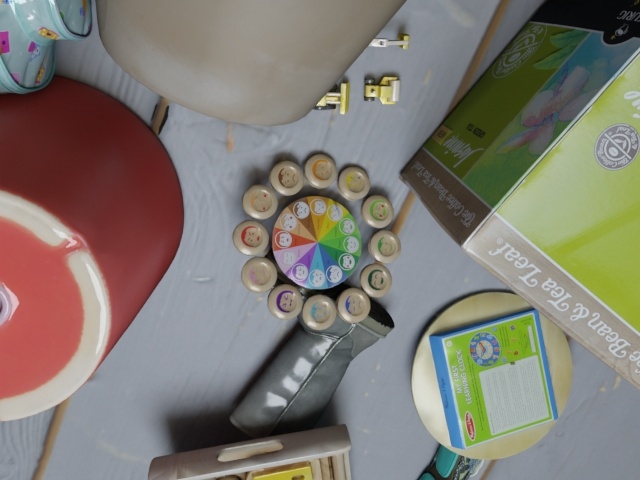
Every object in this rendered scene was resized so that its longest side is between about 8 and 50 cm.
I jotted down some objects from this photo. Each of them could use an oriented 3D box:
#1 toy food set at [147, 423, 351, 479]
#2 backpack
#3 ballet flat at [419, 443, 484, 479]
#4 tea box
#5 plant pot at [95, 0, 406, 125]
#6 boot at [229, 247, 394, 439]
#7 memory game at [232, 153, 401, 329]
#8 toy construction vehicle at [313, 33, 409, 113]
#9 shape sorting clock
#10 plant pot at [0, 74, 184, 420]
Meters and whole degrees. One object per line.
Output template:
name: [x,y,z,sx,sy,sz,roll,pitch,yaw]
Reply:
toy food set: [-0.061,0.346,0.787,0.220,0.092,0.306,-9,129,-4]
backpack: [-0.261,-0.209,0.517,0.144,0.166,0.188,5,105,-8]
ballet flat: [0.172,0.314,0.855,0.070,0.070,0.188,18,110,-15]
tea box: [0.318,-0.059,0.638,0.329,0.220,0.323,37,102,-20]
plant pot: [-0.038,-0.253,0.486,0.323,0.323,0.280,17,125,-15]
boot: [-0.039,0.131,0.751,0.190,0.076,0.208,36,110,-18]
memory game: [0.000,0.000,0.678,0.186,0.012,0.186,3,82,-18]
toy construction vehicle: [0.037,-0.168,0.651,0.098,0.035,0.086,1,112,-9]
shape sorting clock: [0.209,0.164,0.795,0.206,0.040,0.206,-1,94,-13]
plant pot: [-0.262,0.006,0.566,0.275,0.243,0.275,-3,112,-8]
